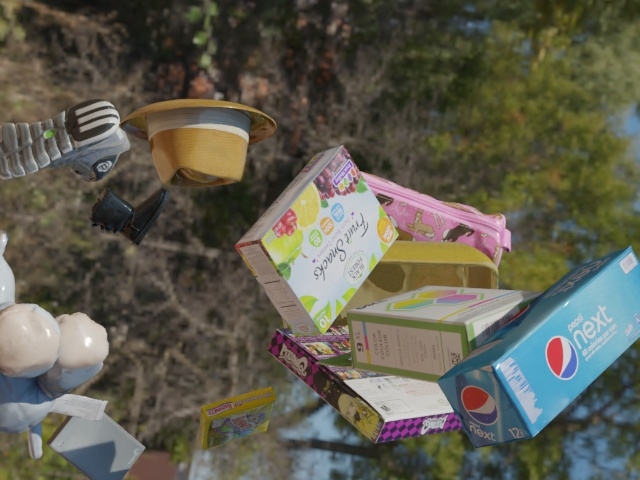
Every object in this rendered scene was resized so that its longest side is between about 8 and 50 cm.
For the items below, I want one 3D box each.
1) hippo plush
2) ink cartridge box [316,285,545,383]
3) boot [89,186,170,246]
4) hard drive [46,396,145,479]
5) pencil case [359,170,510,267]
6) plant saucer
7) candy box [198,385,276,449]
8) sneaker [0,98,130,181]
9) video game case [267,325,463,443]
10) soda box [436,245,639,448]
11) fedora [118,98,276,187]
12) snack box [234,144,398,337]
[{"bbox_3d":[-0.372,0.087,1.397,0.294,0.234,0.237,25,36,-60],"label":"hippo plush"},{"bbox_3d":[0.098,0.083,1.121,0.209,0.109,0.062,1,-78,50],"label":"ink cartridge box"},{"bbox_3d":[-0.325,-0.057,2.054,0.121,0.099,0.045,-55,-161,8],"label":"boot"},{"bbox_3d":[-0.356,0.327,1.933,0.094,0.135,0.022,-53,-154,-19],"label":"hard drive"},{"bbox_3d":[0.158,-0.032,2.268,0.167,0.386,0.160,-118,-132,-83],"label":"pencil case"},{"bbox_3d":[0.107,0.099,1.880,0.333,0.332,0.081,80,14,-52],"label":"plant saucer"},{"bbox_3d":[-0.124,0.261,1.773,0.206,0.105,0.027,106,-35,-68],"label":"candy box"},{"bbox_3d":[-0.370,-0.110,1.684,0.132,0.228,0.086,64,13,-62],"label":"sneaker"},{"bbox_3d":[0.078,0.182,1.598,0.210,0.232,0.042,37,-69,34],"label":"video game case"},{"bbox_3d":[0.194,0.086,1.004,0.071,0.210,0.067,-26,-85,52],"label":"soda box"},{"bbox_3d":[-0.141,-0.105,1.406,0.194,0.194,0.079,127,-38,-77],"label":"fedora"},{"bbox_3d":[0.000,0.000,1.031,0.037,0.100,0.141,-11,-150,43],"label":"snack box"}]
